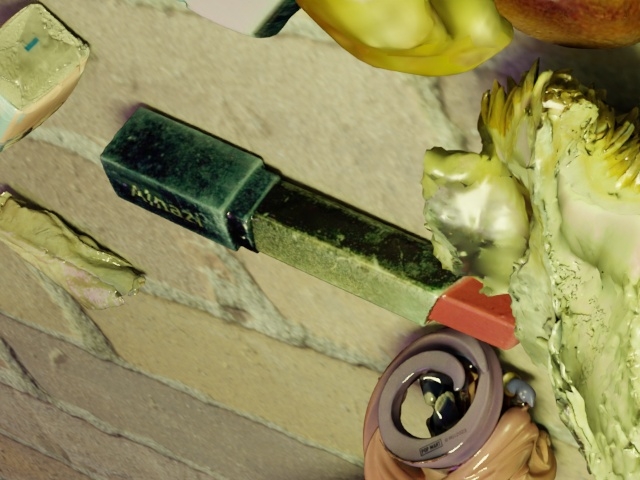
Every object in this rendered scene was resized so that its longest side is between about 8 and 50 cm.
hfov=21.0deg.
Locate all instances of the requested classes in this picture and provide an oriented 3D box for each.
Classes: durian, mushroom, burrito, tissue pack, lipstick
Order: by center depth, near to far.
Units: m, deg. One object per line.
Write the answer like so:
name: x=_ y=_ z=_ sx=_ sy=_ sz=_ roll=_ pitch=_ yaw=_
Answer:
mushroom: x=0.091 y=-0.126 z=0.706 sx=0.088 sy=0.072 sz=0.129 roll=57 pitch=173 yaw=45
durian: x=0.134 y=0.028 z=0.812 sx=0.172 sy=0.166 sz=0.306 roll=14 pitch=138 yaw=37
lipstick: x=0.000 y=0.000 z=1.088 sx=0.312 sy=0.051 sz=0.051 roll=25 pitch=153 yaw=24
tissue pack: x=-0.200 y=-0.107 z=1.143 sx=0.059 sy=0.074 sz=0.094 roll=46 pitch=157 yaw=-4
burrito: x=-0.209 y=0.011 z=1.410 sx=0.149 sy=0.041 sz=0.055 roll=33 pitch=143 yaw=9

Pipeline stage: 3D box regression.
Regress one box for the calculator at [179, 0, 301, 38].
calculator: x=-0.040 y=-0.190 z=0.794 sx=0.173 sy=0.051 sz=0.293 roll=41 pitch=156 yaw=-6

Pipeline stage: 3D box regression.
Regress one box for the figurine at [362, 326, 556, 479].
figurine: x=0.099 y=0.144 z=1.141 sx=0.157 sy=0.126 sz=0.114 roll=53 pitch=-165 yaw=-29

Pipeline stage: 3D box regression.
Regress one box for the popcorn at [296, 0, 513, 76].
popcorn: x=0.007 y=-0.174 z=0.538 sx=0.205 sy=0.237 sz=0.252 roll=-1 pitch=98 yaw=39
